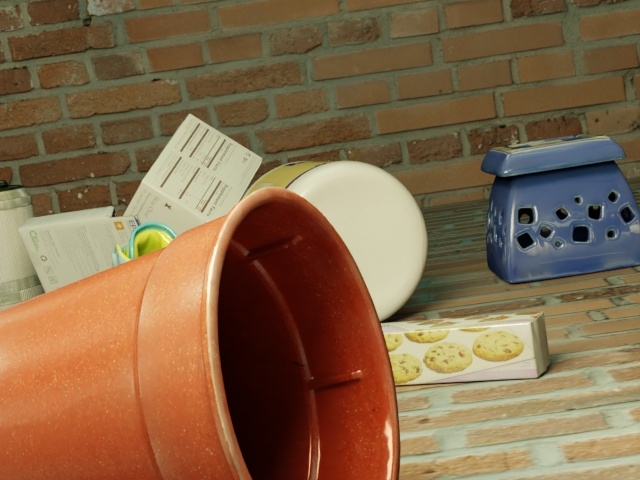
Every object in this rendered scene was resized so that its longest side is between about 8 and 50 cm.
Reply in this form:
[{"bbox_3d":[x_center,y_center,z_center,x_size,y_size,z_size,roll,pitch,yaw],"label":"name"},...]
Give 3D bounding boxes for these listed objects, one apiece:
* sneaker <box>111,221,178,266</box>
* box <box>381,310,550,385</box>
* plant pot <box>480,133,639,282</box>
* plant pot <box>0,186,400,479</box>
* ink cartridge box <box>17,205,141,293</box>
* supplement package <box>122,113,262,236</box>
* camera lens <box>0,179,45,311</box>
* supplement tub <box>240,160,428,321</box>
[{"bbox_3d":[-0.236,0.080,1.724,0.127,0.208,0.319,-15,8,-39],"label":"sneaker"},{"bbox_3d":[0.094,0.127,1.497,0.324,0.067,0.063,-5,6,23],"label":"box"},{"bbox_3d":[0.387,-0.059,2.176,0.235,0.212,0.236,-10,6,-1],"label":"plant pot"},{"bbox_3d":[-0.118,0.125,0.973,0.265,0.272,0.272,-15,2,24],"label":"plant pot"},{"bbox_3d":[-0.337,0.054,2.088,0.224,0.223,0.045,-5,29,24],"label":"ink cartridge box"},{"bbox_3d":[-0.236,-0.030,2.154,0.262,0.145,0.204,-55,6,41],"label":"supplement package"},{"bbox_3d":[-0.602,0.039,2.339,0.219,0.274,0.219,-8,6,1],"label":"camera lens"},{"bbox_3d":[0.000,0.000,2.003,0.241,0.241,0.331,-10,6,-16],"label":"supplement tub"}]
